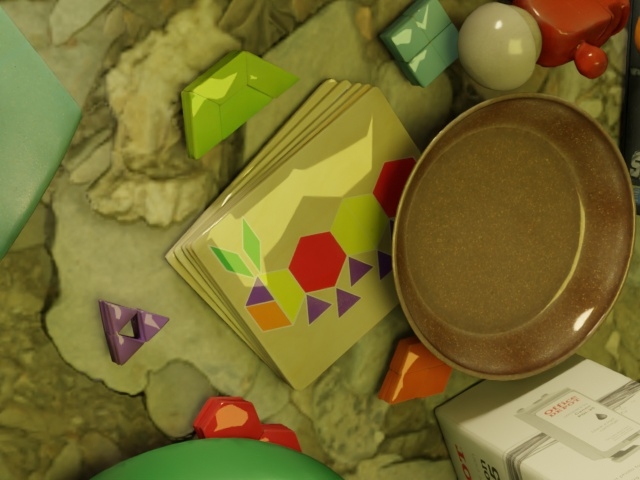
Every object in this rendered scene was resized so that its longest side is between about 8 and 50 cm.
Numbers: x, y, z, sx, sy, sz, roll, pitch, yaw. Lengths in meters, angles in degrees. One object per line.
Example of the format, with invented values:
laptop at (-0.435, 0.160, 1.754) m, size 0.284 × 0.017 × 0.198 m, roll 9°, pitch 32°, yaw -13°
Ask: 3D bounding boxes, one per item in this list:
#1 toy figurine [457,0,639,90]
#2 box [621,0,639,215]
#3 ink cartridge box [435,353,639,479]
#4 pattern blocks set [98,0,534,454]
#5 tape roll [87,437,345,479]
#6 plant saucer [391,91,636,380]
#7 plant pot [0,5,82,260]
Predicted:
toy figurine at (0.178, -0.201, 1.098) m, size 0.148 × 0.209 × 0.213 m, roll -26°, pitch 113°, yaw -39°
box at (0.304, -0.094, 1.172) m, size 0.059 × 0.232 × 0.183 m, roll -4°, pitch 101°, yaw -33°
ink cartridge box at (0.213, 0.213, 1.157) m, size 0.117 × 0.283 × 0.207 m, roll -26°, pitch 110°, yaw -17°
pattern blocks set at (0.000, 0.000, 1.151) m, size 0.324 × 0.026 × 0.285 m, roll -34°, pitch 113°, yaw -18°
tape roll at (-0.074, 0.292, 1.122) m, size 0.321 × 0.077 × 0.321 m, roll -8°, pitch 110°, yaw -24°
plant saucer at (0.127, -0.004, 1.181) m, size 0.198 × 0.036 × 0.199 m, roll -6°, pitch 103°, yaw -27°
plant pot at (-0.261, -0.035, 0.941) m, size 0.234 × 0.165 × 0.166 m, roll -47°, pitch 117°, yaw -21°
